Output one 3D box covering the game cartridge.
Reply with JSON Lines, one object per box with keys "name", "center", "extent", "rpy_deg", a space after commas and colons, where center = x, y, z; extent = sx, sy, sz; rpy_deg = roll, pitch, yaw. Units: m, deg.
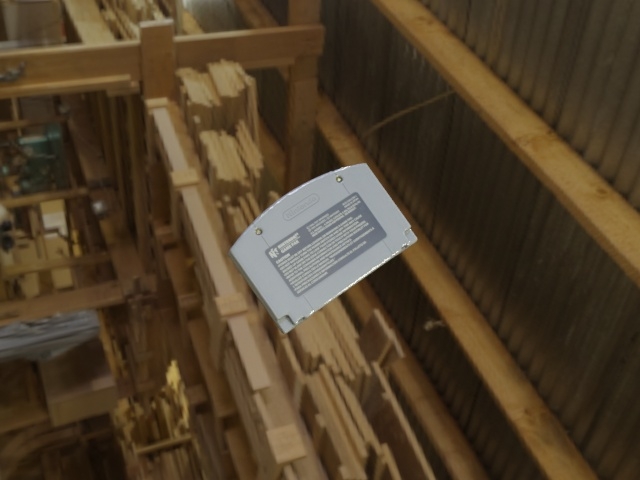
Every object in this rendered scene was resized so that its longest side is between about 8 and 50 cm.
{"name": "game cartridge", "center": [0.000, 0.000, 1.336], "extent": [0.198, 0.297, 0.062], "rpy_deg": [54, -18, 8]}
